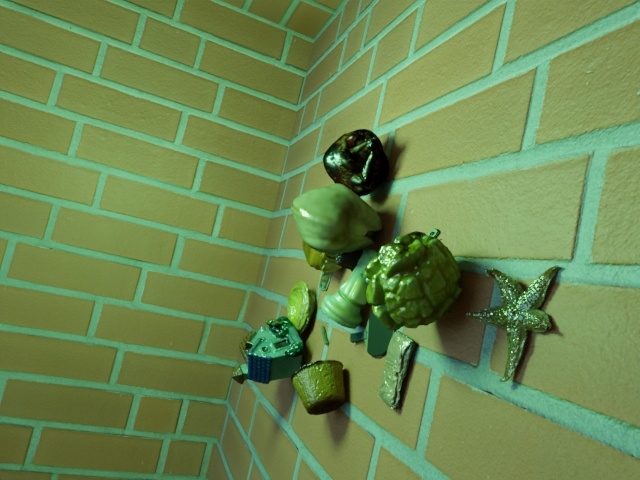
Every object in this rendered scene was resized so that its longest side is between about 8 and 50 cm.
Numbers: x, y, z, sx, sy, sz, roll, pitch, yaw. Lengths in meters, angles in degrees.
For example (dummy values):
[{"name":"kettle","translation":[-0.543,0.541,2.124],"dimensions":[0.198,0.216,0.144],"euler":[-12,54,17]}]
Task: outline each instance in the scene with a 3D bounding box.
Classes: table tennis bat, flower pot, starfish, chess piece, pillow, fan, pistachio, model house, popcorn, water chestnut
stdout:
[{"name":"table tennis bat","translation":[0.186,0.339,1.745],"dimensions":[0.301,0.023,0.173],"euler":[145,136,-59]},{"name":"flower pot","translation":[0.114,0.073,2.030],"dimensions":[0.111,0.089,0.111],"euler":[-166,90,-71]},{"name":"starfish","translation":[0.444,0.176,1.131],"dimensions":[0.231,0.048,0.294],"euler":[29,106,59]},{"name":"chess piece","translation":[0.143,0.174,1.834],"dimensions":[0.298,0.176,0.176],"euler":[-59,22,8]},{"name":"pillow","translation":[0.237,0.409,1.533],"dimensions":[0.126,0.043,0.232],"euler":[-159,82,-75]},{"name":"fan","translation":[0.034,0.136,2.323],"dimensions":[0.132,0.009,0.219],"euler":[-165,89,-70]},{"name":"pistachio","translation":[0.061,-0.085,1.902],"dimensions":[0.445,0.366,0.281],"euler":[-47,-22,-78]},{"name":"model house","translation":[-0.283,0.532,2.316],"dimensions":[0.295,0.330,0.251],"euler":[-125,30,-48]},{"name":"popcorn","translation":[0.264,0.111,1.357],"dimensions":[0.246,0.282,0.282],"euler":[62,148,9]},{"name":"water chestnut","translation":[0.159,-0.320,1.978],"dimensions":[0.245,0.289,0.288],"euler":[0,73,36]}]

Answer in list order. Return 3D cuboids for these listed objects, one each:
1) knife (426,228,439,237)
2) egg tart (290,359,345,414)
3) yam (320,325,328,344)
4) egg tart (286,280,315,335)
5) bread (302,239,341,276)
[{"name":"knife","translation":[0.309,0.056,1.620],"dimensions":[0.293,0.020,0.043],"euler":[-55,26,40]},{"name":"egg tart","translation":[0.003,0.556,1.847],"dimensions":[0.215,0.215,0.170],"euler":[-59,39,39]},{"name":"yam","translation":[0.017,0.420,2.146],"dimensions":[0.116,0.021,0.021],"euler":[-109,39,-56]},{"name":"egg tart","translation":[-0.094,0.341,2.408],"dimensions":[0.279,0.095,0.278],"euler":[-171,90,-69]},{"name":"bread","translation":[0.005,-0.012,2.243],"dimensions":[0.235,0.183,0.388],"euler":[-66,24,18]}]
